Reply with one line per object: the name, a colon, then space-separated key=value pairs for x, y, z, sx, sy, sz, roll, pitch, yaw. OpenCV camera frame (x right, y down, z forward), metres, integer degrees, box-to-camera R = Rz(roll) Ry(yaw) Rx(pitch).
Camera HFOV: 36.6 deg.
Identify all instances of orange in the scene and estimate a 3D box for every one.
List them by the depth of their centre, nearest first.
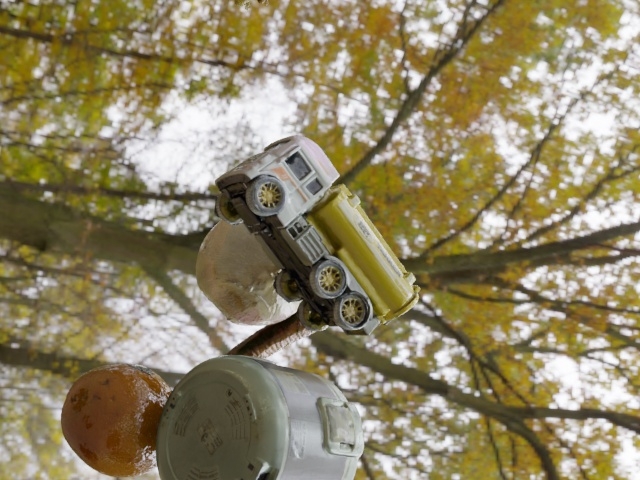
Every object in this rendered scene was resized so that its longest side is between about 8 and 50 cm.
orange: x=-0.345 y=0.307 z=1.672 sx=0.206 sy=0.206 sz=0.206 roll=-20 pitch=-115 yaw=52

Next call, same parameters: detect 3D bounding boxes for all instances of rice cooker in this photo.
rice cooker: x=-0.096 y=0.333 z=1.594 sx=0.288 sy=0.277 sz=0.288 roll=-13 pitch=-111 yaw=35

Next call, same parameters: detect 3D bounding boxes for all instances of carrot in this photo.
carrot: x=-0.115 y=0.210 z=1.906 sx=0.066 sy=0.314 sz=0.066 roll=54 pitch=-13 yaw=19

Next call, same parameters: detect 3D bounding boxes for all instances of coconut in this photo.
coconut: x=-0.117 y=0.048 z=1.805 sx=0.230 sy=0.227 sz=0.227 roll=147 pitch=-54 yaw=-67

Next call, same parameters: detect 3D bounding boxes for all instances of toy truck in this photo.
toy truck: x=0.000 y=0.000 z=0.979 sx=0.114 sy=0.227 sz=0.098 roll=-43 pitch=-165 yaw=-25

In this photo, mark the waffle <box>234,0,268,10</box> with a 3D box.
waffle: x=-0.094 y=-0.387 z=1.168 sx=0.070 sy=0.197 sz=0.193 roll=0 pitch=-112 yaw=56
